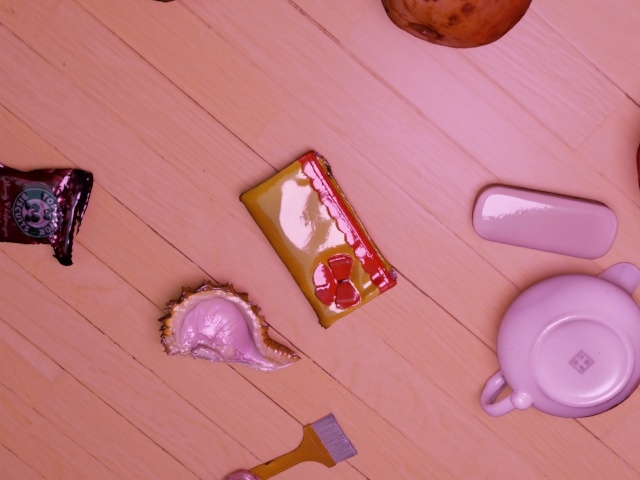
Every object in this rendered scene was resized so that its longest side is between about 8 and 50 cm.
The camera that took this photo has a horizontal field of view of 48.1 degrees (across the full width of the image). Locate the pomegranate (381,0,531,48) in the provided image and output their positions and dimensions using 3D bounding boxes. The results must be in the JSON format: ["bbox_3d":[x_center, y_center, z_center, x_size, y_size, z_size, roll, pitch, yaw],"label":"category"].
[{"bbox_3d":[0.172,-0.345,0.868,0.215,0.215,0.215,2,105,8],"label":"pomegranate"}]

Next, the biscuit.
[{"bbox_3d":[-0.473,-0.051,1.107,0.235,0.063,0.151,10,106,3],"label":"biscuit"}]

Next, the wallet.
[{"bbox_3d":[0.000,0.000,1.052,0.141,0.067,0.241,-32,98,13],"label":"wallet"}]

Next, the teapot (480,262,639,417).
[{"bbox_3d":[0.342,0.151,1.007,0.298,0.139,0.204,-39,98,13],"label":"teapot"}]

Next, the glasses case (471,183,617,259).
[{"bbox_3d":[0.312,-0.028,1.007,0.196,0.050,0.083,12,104,5],"label":"glasses case"}]

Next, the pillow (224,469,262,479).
[{"bbox_3d":[-0.166,0.476,1.216,0.211,0.034,0.135,-30,97,15],"label":"pillow"}]

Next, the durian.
[{"bbox_3d":[-0.134,0.138,1.107,0.224,0.078,0.140,25,95,-10],"label":"durian"}]

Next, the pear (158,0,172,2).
[{"bbox_3d":[-0.194,-0.428,0.877,0.164,0.238,0.255,12,104,-1],"label":"pear"}]

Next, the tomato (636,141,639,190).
[{"bbox_3d":[0.519,-0.093,0.892,0.260,0.180,0.259,3,105,10],"label":"tomato"}]

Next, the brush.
[{"bbox_3d":[-0.046,0.360,1.182,0.205,0.011,0.083,-29,100,15],"label":"brush"}]
